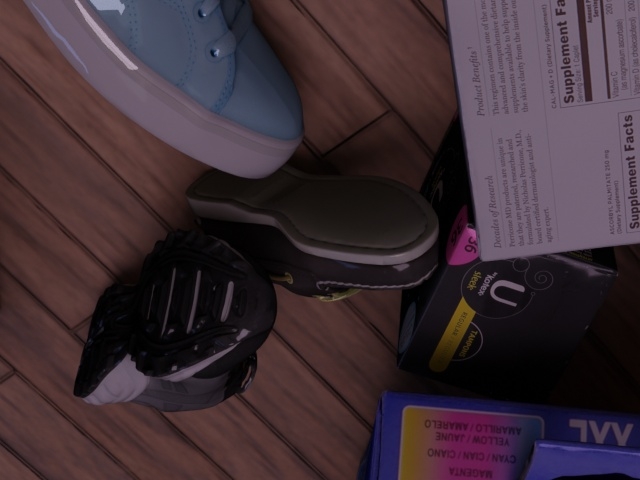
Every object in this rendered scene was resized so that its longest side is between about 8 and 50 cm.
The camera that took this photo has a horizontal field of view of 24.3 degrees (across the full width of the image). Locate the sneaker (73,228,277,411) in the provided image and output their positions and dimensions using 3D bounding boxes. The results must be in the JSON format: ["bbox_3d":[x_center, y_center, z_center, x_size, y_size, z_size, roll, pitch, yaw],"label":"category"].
[{"bbox_3d":[-0.083,0.063,1.020,0.108,0.100,0.271,17,162,-20],"label":"sneaker"}]

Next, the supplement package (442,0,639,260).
[{"bbox_3d":[0.139,-0.157,0.836,0.145,0.204,0.262,-7,122,7],"label":"supplement package"}]

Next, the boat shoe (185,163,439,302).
[{"bbox_3d":[0.000,0.000,0.967,0.228,0.081,0.068,17,132,50],"label":"boat shoe"}]

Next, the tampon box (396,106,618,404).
[{"bbox_3d":[0.117,0.007,0.970,0.101,0.161,0.120,18,122,-7],"label":"tampon box"}]

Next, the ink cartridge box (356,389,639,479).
[{"bbox_3d":[0.157,0.196,0.967,0.270,0.151,0.395,5,167,1],"label":"ink cartridge box"}]

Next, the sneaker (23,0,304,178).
[{"bbox_3d":[-0.104,-0.194,0.875,0.150,0.135,0.366,-30,117,25],"label":"sneaker"}]
